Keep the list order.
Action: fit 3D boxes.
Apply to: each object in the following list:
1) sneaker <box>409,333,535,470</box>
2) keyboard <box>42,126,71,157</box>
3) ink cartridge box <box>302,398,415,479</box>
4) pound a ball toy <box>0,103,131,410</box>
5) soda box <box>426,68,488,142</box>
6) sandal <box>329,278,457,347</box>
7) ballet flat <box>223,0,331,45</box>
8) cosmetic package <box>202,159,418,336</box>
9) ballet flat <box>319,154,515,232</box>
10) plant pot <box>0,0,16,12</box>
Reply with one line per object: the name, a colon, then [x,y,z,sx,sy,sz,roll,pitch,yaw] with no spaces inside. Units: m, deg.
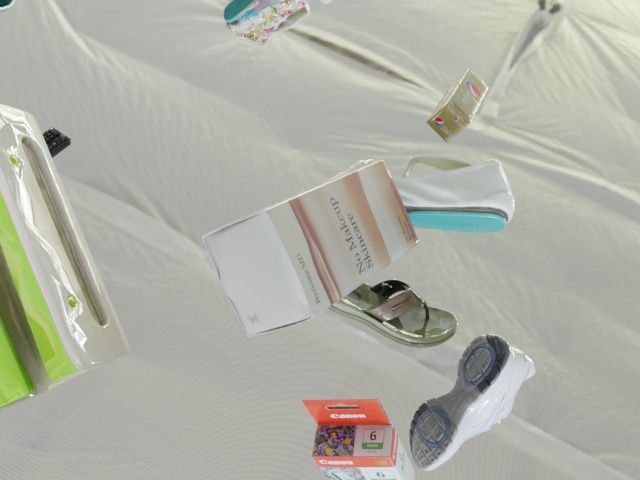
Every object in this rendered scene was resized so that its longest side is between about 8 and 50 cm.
sneaker: [0.268,0.303,1.098,0.129,0.297,0.111,22,-155,-29]
keyboard: [-0.556,-0.148,1.153,0.108,0.023,0.180,27,-118,40]
ink cartridge box: [0.030,0.163,0.479,0.062,0.115,0.029,-7,-136,20]
pound a ball toy: [-0.350,0.011,0.639,0.208,0.136,0.319,-25,-95,8]
soda box: [0.265,-0.261,1.197,0.058,0.061,0.181,42,-138,-7]
sandal: [0.131,0.120,1.213,0.302,0.086,0.120,21,-148,-6]
ballet flat: [-0.028,-0.336,0.828,0.077,0.240,0.091,29,-126,-41]
cosmetic package: [0.000,0.000,0.882,0.296,0.129,0.153,-31,-81,-50]
ballet flat: [0.130,-0.082,1.087,0.399,0.139,0.139,0,-134,19]
plant pot: [-0.610,-0.401,0.847,0.255,0.272,0.272,-19,-128,8]
